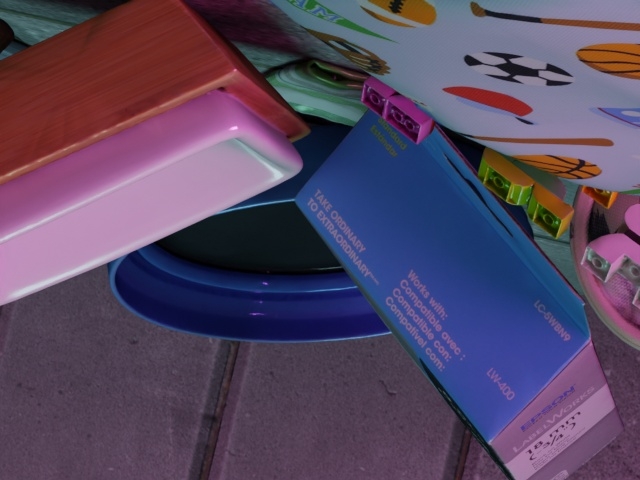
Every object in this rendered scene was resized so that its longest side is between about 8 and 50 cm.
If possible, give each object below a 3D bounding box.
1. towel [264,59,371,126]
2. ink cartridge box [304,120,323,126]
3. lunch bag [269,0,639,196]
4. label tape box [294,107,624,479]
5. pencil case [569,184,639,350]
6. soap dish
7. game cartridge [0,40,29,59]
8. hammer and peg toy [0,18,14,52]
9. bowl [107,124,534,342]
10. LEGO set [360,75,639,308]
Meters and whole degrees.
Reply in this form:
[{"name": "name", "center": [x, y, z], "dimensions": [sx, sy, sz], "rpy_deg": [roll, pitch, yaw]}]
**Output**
[{"name": "towel", "center": [0.018, -0.109, 1.317], "dimensions": [0.113, 0.023, 0.152], "rpy_deg": [13, 176, -16]}, {"name": "ink cartridge box", "center": [0.061, -0.063, 1.647], "dimensions": [0.225, 0.056, 0.181], "rpy_deg": [15, 177, 3]}, {"name": "lunch bag", "center": [0.140, -0.085, 0.583], "dimensions": [0.243, 0.115, 0.303], "rpy_deg": [6, 172, 45]}, {"name": "label tape box", "center": [0.097, 0.039, 1.243], "dimensions": [0.240, 0.106, 0.333], "rpy_deg": [52, 179, 24]}, {"name": "pencil case", "center": [0.287, 0.020, 1.183], "dimensions": [0.183, 0.160, 0.410], "rpy_deg": [46, -171, 20]}, {"name": "soap dish", "center": [-0.168, -0.057, 1.160], "dimensions": [0.291, 0.118, 0.229], "rpy_deg": [-23, 171, 8]}, {"name": "game cartridge", "center": [-0.298, -0.173, 1.513], "dimensions": [0.083, 0.017, 0.056], "rpy_deg": [11, 172, 28]}, {"name": "hammer and peg toy", "center": [-0.368, -0.106, 1.112], "dimensions": [0.127, 0.266, 0.361], "rpy_deg": [46, -177, 10]}, {"name": "bowl", "center": [0.000, 0.000, 1.583], "dimensions": [0.391, 0.077, 0.391], "rpy_deg": [-3, 159, -1]}, {"name": "LEGO set", "center": [0.142, -0.069, 0.995], "dimensions": [0.227, 0.093, 0.087], "rpy_deg": [39, 149, 21]}]
